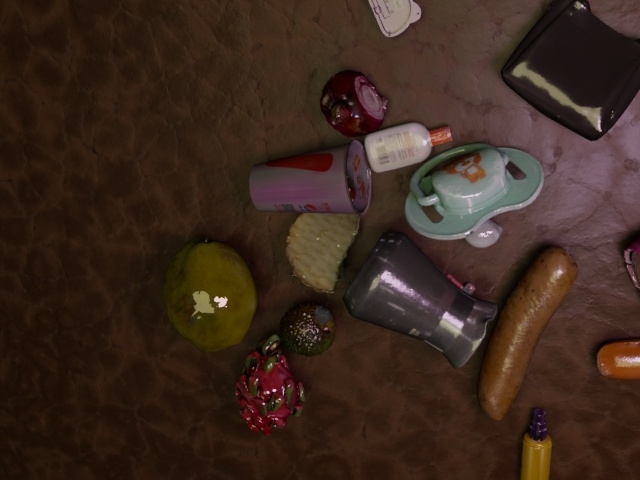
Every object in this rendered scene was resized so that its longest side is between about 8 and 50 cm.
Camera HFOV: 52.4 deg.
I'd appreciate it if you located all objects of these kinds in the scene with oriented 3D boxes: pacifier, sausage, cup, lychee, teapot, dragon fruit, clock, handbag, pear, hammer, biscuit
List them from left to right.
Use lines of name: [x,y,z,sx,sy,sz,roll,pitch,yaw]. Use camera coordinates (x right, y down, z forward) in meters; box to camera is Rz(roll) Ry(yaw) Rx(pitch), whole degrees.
pear: [-0.309,0.152,1.821,0.269,0.269,0.320,-6,90,16]
dragon fruit: [-0.160,0.421,1.884,0.198,0.218,0.272,-25,98,-8]
lychee: [-0.040,0.252,1.830,0.171,0.171,0.171,4,106,13]
cup: [-0.029,-0.152,1.704,0.289,0.203,0.202,-4,104,22]
biscuit: [0.000,0.000,1.747,0.187,0.036,0.273,18,76,17]
clock: [0.180,-0.583,1.593,0.110,0.050,0.152,-22,99,19]
teapot: [0.247,0.165,1.686,0.344,0.253,0.300,33,155,5]
hammer: [0.373,0.120,1.751,0.083,0.031,0.052,42,109,12]
pacifier: [0.376,-0.094,1.613,0.344,0.288,0.269,-24,133,0]
sausage: [0.518,0.239,1.691,0.136,0.123,0.500,37,116,40]
handbag: [0.598,-0.401,1.505,0.285,0.113,0.257,38,105,10]
sausage: [0.842,0.299,1.640,0.275,0.105,0.105,-5,104,16]

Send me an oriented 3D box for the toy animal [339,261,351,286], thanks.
toy animal: [0.053,0.086,1.791,0.070,0.079,0.252,-34,93,33]

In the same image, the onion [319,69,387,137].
onion: [0.059,-0.326,1.623,0.135,0.198,0.173,-31,94,43]

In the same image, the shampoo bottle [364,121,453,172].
shampoo bottle: [0.228,-0.248,1.672,0.221,0.051,0.107,-13,100,17]

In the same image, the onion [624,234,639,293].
onion: [0.841,0.066,1.545,0.201,0.201,0.207,-36,62,20]

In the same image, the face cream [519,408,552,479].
face cream: [0.595,0.593,1.794,0.078,0.078,0.273,3,106,14]
